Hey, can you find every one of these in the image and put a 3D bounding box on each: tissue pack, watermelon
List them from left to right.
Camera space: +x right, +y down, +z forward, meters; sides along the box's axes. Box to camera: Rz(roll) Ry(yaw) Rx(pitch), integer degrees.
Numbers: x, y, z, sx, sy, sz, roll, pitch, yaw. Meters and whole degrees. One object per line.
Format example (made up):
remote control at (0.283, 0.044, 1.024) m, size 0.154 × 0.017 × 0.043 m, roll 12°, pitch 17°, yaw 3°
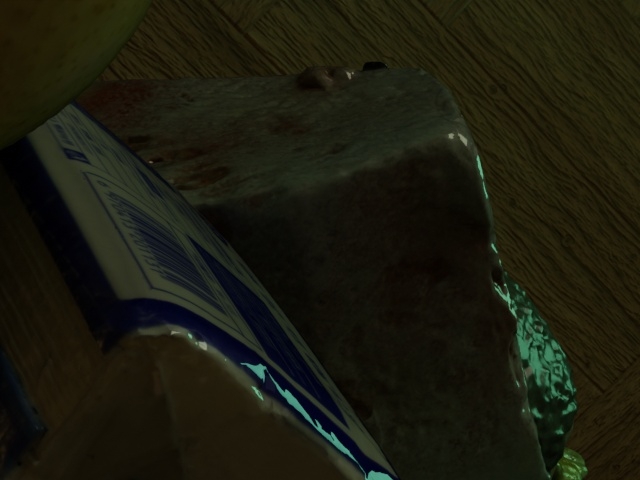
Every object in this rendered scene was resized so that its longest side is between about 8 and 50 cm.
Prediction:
tissue pack at (-0.092, 0.055, 0.798) m, size 0.209 × 0.137 × 0.270 m, roll 46°, pitch 4°, yaw -40°
watermelon at (0.000, 0.000, 1.046) m, size 0.387 × 0.258 × 0.228 m, roll 29°, pitch 46°, yaw -13°

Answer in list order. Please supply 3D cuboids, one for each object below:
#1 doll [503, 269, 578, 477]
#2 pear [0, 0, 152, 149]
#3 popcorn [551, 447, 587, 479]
doll at (0.024, 0.092, 1.348) m, size 0.349 × 0.247 × 0.247 m, roll 33°, pitch 9°, yaw -41°
pear at (-0.201, -0.158, 0.692) m, size 0.309 × 0.309 × 0.309 m, roll 44°, pitch 2°, yaw -2°
popcorn at (0.123, 0.195, 1.587) m, size 0.221 × 0.183 × 0.204 m, roll 52°, pitch 5°, yaw 32°
